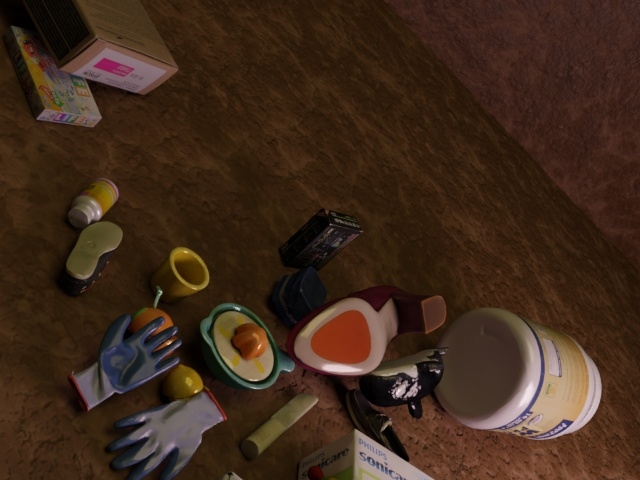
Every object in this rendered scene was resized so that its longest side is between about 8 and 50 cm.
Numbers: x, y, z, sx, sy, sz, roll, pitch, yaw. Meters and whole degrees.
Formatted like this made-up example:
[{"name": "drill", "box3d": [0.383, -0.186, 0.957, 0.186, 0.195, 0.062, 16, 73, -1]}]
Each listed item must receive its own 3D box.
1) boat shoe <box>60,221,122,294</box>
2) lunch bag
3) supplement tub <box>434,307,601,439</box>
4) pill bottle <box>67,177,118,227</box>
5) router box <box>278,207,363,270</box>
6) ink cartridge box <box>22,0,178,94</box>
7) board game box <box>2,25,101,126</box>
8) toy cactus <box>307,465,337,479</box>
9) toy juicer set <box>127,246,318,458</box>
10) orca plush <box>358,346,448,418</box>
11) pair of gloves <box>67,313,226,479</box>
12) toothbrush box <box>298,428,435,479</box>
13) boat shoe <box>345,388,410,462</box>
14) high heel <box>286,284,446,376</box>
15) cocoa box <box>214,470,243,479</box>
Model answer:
[{"name": "boat shoe", "box3d": [-0.302, 0.020, 1.073, 0.049, 0.042, 0.133, 26, 34, -6]}, {"name": "lunch bag", "box3d": [-0.038, 0.095, 1.344, 0.067, 0.065, 0.098, 61, 25, -17]}, {"name": "supplement tub", "box3d": [0.391, 0.268, 1.602, 0.316, 0.228, 0.228, 21, 43, -43]}, {"name": "pill bottle", "box3d": [-0.314, -0.050, 1.123, 0.043, 0.043, 0.083, 45, 30, -14]}, {"name": "router box", "box3d": [0.000, 0.000, 1.437, 0.092, 0.122, 0.038, 14, 42, -49]}, {"name": "ink cartridge box", "box3d": [-0.355, -0.346, 1.293, 0.193, 0.088, 0.235, 61, 17, 11]}, {"name": "board game box", "box3d": [-0.401, -0.244, 1.223, 0.103, 0.026, 0.154, -1, 59, -56]}, {"name": "toy cactus", "box3d": [-0.037, 0.349, 0.983, 0.219, 0.112, 0.180, -9, 25, -43]}, {"name": "toy juicer set", "box3d": [-0.120, 0.171, 1.120, 0.329, 0.089, 0.209, 46, 30, -14]}, {"name": "orca plush", "box3d": [0.146, 0.254, 1.404, 0.287, 0.151, 0.102, 1, 83, -77]}, {"name": "pair of gloves", "box3d": [-0.210, 0.187, 0.987, 0.159, 0.023, 0.198, -31, 89, -41]}, {"name": "toothbrush box", "box3d": [0.074, 0.433, 1.087, 0.206, 0.122, 0.283, 38, 31, -25]}, {"name": "boat shoe", "box3d": [0.096, 0.303, 1.326, 0.152, 0.049, 0.056, 58, 31, 10]}, {"name": "high heel", "box3d": [0.037, 0.147, 1.353, 0.377, 0.181, 0.127, -2, 89, -49]}, {"name": "cocoa box", "box3d": [-0.063, 0.441, 0.772, 0.347, 0.228, 0.231, 43, 31, -18]}]
